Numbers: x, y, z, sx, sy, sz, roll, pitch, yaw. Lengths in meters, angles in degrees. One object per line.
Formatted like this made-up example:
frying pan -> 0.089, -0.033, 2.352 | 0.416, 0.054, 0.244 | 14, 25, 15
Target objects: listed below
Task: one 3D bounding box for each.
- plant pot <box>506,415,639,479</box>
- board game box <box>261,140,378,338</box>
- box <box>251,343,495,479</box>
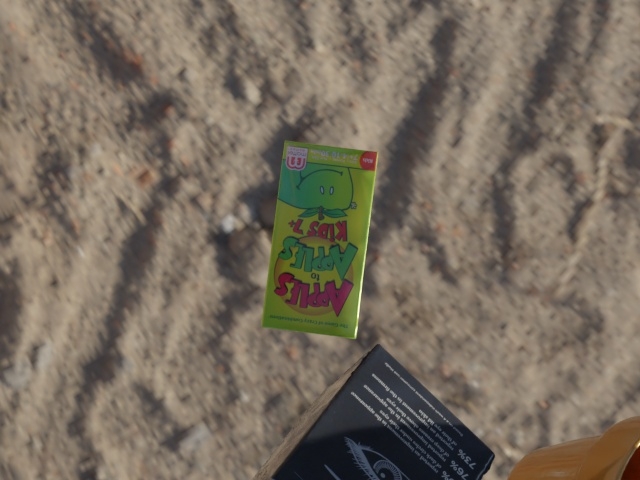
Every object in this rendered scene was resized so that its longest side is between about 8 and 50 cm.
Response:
plant pot -> 0.284, 0.271, 1.742 | 0.205, 0.188, 0.205 | 3, 86, -38
board game box -> 0.000, 0.000, 1.725 | 0.092, 0.043, 0.181 | 7, 86, 1
box -> 0.032, 0.219, 1.559 | 0.153, 0.207, 0.108 | 44, 135, -1
